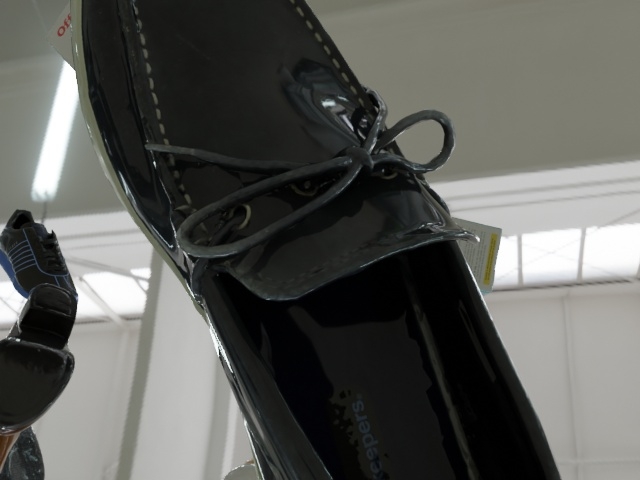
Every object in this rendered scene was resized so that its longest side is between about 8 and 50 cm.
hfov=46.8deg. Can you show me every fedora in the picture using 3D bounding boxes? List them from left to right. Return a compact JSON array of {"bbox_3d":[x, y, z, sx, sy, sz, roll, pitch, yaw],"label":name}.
[{"bbox_3d":[-0.605,0.373,1.337,0.152,0.334,0.334,-28,-128,-34],"label":"fedora"}]

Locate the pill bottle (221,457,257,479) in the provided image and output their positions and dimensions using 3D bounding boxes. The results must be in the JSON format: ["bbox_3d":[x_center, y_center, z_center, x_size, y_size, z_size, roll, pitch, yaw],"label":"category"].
[{"bbox_3d":[-0.004,0.350,1.043,0.162,0.278,0.162,5,-81,34],"label":"pill bottle"}]

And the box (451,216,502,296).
[{"bbox_3d":[0.138,0.008,1.099,0.244,0.060,0.101,13,-104,-1],"label":"box"}]

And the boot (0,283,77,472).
[{"bbox_3d":[-0.401,0.226,0.916,0.280,0.096,0.264,-60,-154,19],"label":"boot"}]

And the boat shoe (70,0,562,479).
[{"bbox_3d":[0.000,0.000,0.414,0.186,0.156,0.500,-16,-101,-28],"label":"boat shoe"}]

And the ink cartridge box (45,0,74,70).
[{"bbox_3d":[-0.236,-0.269,1.067,0.171,0.168,0.233,-48,-112,14],"label":"ink cartridge box"}]

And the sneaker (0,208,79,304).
[{"bbox_3d":[-0.454,0.030,1.193,0.232,0.081,0.091,32,-74,36],"label":"sneaker"}]
